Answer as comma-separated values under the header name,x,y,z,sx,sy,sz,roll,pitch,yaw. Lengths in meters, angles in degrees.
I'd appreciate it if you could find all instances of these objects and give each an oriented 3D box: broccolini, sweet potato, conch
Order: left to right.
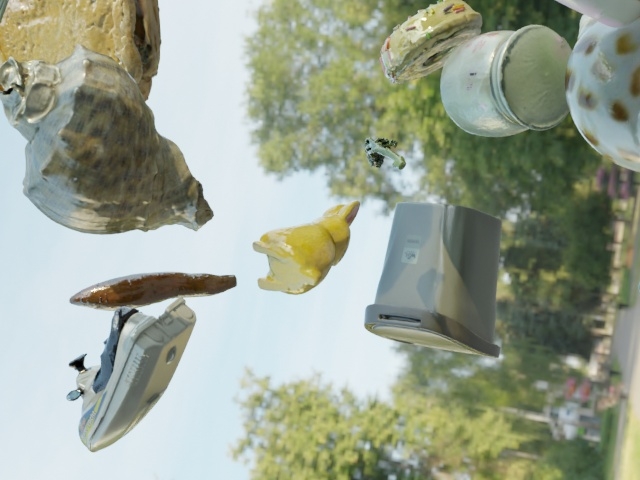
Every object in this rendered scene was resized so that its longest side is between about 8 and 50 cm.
name,x,y,z,sx,sy,sz,roll,pitch,yaw
conch,-0.262,-0.086,1.148,0.291,0.210,0.159,46,-147,-15
sweet potato,-0.265,0.076,1.587,0.057,0.264,0.057,171,90,-80
broccolini,0.090,-0.129,1.494,0.054,0.052,0.194,-58,9,8
conch,0.374,-0.179,1.160,0.149,0.182,0.275,113,144,-65

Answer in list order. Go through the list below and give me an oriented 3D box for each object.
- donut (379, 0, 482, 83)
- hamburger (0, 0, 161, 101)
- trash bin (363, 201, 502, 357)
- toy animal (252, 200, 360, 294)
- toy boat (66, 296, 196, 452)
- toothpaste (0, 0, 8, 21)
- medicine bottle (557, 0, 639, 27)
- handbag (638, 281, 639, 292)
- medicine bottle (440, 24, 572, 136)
name,x,y,z,sx,sy,sz,roll,pitch,yaw
donut,0.164,-0.306,1.522,0.068,0.174,0.174,61,-165,7
hamburger,-0.333,-0.261,1.357,0.286,0.243,0.146,-51,-12,19
trash bin,0.217,0.069,1.806,0.219,0.219,0.250,16,-99,-51
toy animal,0.003,0.002,1.080,0.159,0.083,0.070,-36,-51,-49
toy boat,-0.282,0.189,1.423,0.269,0.140,0.141,-46,4,32
toothpaste,-0.332,-0.239,0.991,0.239,0.062,0.039,-57,33,28
medicine bottle,0.269,-0.371,0.973,0.241,0.252,0.252,-57,-5,26
handbag,0.580,0.072,1.473,0.274,0.100,0.269,-87,10,-51
medicine bottle,0.261,-0.220,1.392,0.147,0.143,0.147,0,-89,-30
